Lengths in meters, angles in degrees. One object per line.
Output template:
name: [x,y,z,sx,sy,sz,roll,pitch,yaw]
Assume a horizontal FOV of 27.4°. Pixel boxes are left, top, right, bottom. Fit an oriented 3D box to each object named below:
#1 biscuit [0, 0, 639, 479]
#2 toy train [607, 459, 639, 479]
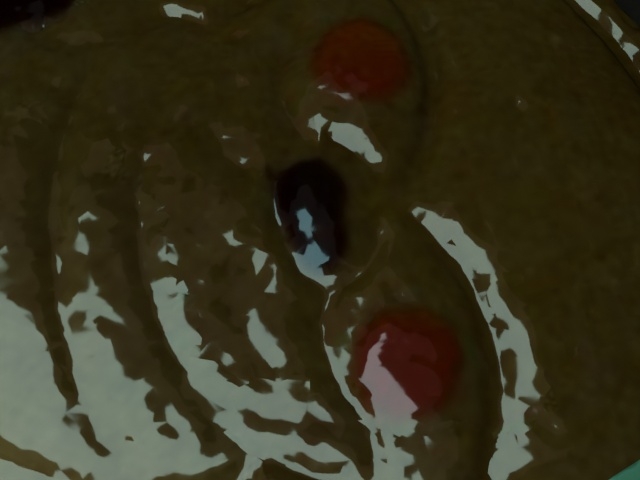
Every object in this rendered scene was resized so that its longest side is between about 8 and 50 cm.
biscuit: [0.000,0.000,0.613,0.455,0.078,0.350,-3,66,-3]
toy train: [0.241,0.123,0.462,0.271,0.159,0.188,-33,93,5]
